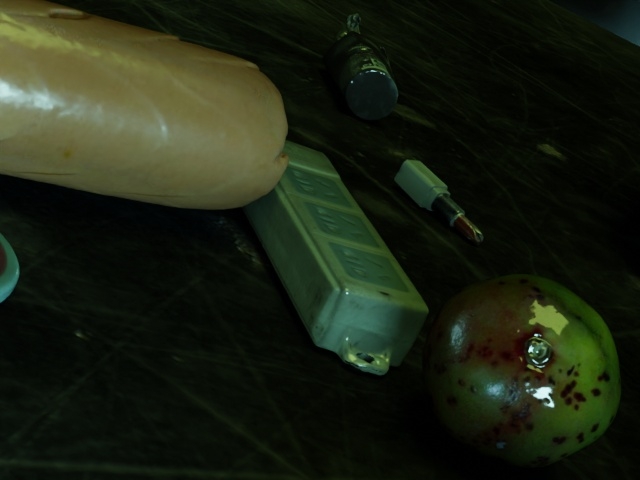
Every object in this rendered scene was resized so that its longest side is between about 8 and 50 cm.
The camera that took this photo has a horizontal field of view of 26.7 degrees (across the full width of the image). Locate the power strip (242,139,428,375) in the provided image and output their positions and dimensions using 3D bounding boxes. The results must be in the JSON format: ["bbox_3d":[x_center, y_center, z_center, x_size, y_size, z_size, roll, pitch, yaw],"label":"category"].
[{"bbox_3d":[0.000,0.000,0.971,0.078,0.052,0.272,16,22,-27],"label":"power strip"}]

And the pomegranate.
[{"bbox_3d":[0.122,0.085,0.837,0.130,0.130,0.130,23,20,-9],"label":"pomegranate"}]

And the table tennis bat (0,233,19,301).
[{"bbox_3d":[-0.253,0.002,0.698,0.153,0.040,0.244,31,16,11],"label":"table tennis bat"}]

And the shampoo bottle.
[{"bbox_3d":[0.043,-0.195,1.485,0.057,0.063,0.207,31,17,-20],"label":"shampoo bottle"}]

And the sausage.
[{"bbox_3d":[-0.159,-0.094,0.916,0.304,0.121,0.121,11,25,-33],"label":"sausage"}]

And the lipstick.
[{"bbox_3d":[0.111,-0.032,1.224,0.025,0.025,0.107,1,38,-49],"label":"lipstick"}]
